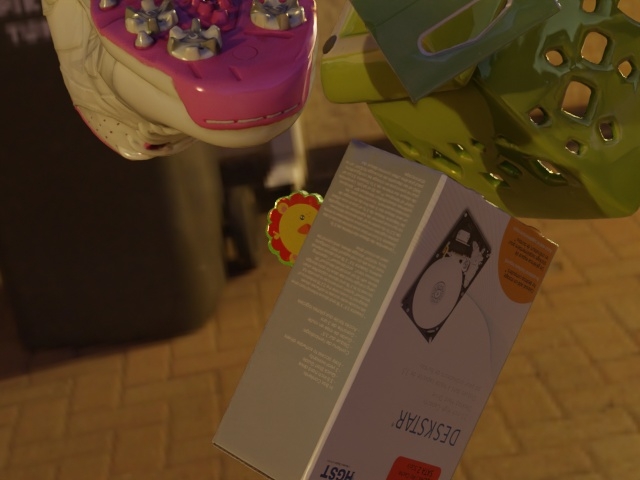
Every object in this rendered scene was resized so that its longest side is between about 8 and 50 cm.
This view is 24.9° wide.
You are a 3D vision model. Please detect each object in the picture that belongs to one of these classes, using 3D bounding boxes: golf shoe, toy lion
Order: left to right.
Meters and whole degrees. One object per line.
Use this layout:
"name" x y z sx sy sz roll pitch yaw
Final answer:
"golf shoe" -0.077 -0.097 0.784 0.115 0.140 0.306 -15 29 -17
"toy lion" 0.000 0.000 1.323 0.096 0.100 0.034 -19 -1 18

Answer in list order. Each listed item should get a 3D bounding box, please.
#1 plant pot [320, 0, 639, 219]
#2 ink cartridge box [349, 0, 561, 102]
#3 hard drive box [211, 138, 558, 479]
"plant pot" 0.145 -0.163 1.121 0.207 0.228 0.227 30 -12 -25
"ink cartridge box" 0.048 -0.202 0.890 0.109 0.209 0.062 -31 4 8
"hard drive box" 0.051 0.070 1.026 0.089 0.232 0.181 25 0 37
